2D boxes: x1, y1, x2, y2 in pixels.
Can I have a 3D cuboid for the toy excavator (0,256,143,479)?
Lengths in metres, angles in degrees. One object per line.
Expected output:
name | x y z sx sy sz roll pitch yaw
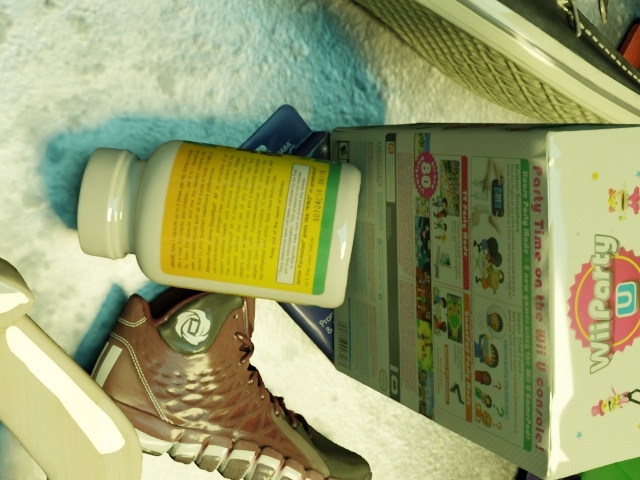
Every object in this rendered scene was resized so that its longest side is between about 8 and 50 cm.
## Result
toy excavator | -0.176 0.271 0.671 0.433 0.222 0.445 23 89 -27

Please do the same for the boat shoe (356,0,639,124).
boat shoe | 0.120 -0.247 0.790 0.500 0.187 0.156 32 88 -20

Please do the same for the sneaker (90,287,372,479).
sneaker | -0.055 0.122 0.792 0.281 0.106 0.162 23 83 -25

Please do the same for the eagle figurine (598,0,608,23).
eagle figurine | 0.275 -0.379 0.822 0.225 0.226 0.298 -33 85 8

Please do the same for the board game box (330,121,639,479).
board game box | 0.114 0.022 0.707 0.098 0.303 0.223 -6 100 -24

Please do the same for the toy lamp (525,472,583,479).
toy lamp | 0.336 0.309 1.016 0.275 0.080 0.080 30 83 -28

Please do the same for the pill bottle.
pill bottle | -0.078 -0.017 0.726 0.209 0.117 0.117 8 93 1

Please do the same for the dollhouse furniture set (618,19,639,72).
dollhouse furniture set | 0.356 -0.050 0.912 0.152 0.201 0.374 34 81 -25

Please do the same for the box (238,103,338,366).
box | 0.000 0.000 0.841 0.136 0.036 0.225 -47 111 -14

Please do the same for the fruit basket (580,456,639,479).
fruit basket | 0.455 0.225 0.889 0.392 0.283 0.391 -9 118 -17
